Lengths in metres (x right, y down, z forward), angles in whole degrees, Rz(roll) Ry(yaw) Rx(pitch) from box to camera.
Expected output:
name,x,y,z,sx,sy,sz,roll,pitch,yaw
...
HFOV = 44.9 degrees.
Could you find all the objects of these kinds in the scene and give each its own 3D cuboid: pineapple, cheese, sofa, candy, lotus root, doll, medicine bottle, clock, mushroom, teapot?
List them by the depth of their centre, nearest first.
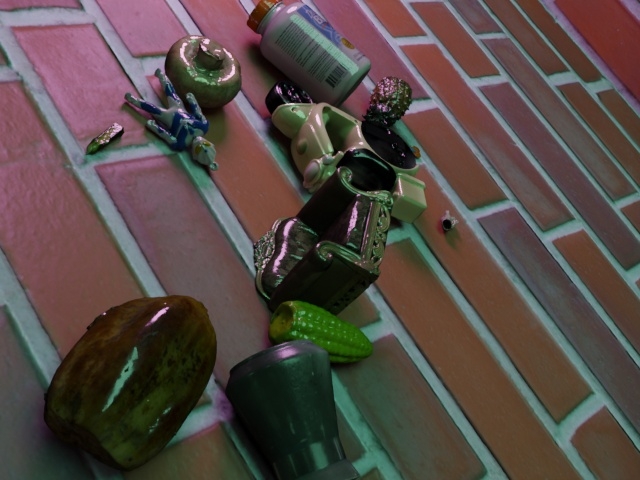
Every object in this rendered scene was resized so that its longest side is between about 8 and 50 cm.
name,x,y,z,sx,sy,sz,roll,pitch,yaw
lotus root,-0.262,0.184,1.098,0.193,0.193,0.291,38,44,-4
teapot,-0.032,0.284,1.199,0.203,0.171,0.225,24,42,-66
candy,0.008,0.170,1.363,0.209,0.097,0.097,21,45,-31
sofa,0.000,0.000,1.421,0.182,0.200,0.258,31,44,-15
doll,-0.268,-0.228,1.505,0.114,0.057,0.227,-42,90,-20
mushroom,-0.237,-0.351,1.593,0.166,0.127,0.166,22,49,-27
clock,0.057,-0.194,1.694,0.379,0.120,0.276,19,41,-25
medicine bottle,-0.034,-0.446,1.804,0.288,0.157,0.157,41,41,-1
pineapple,0.157,-0.314,1.893,0.108,0.108,0.198,34,54,-9
cheese,0.202,-0.233,1.908,0.111,0.017,0.047,17,50,-26

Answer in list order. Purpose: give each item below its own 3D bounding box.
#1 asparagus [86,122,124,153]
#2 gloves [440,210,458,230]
name,x,y,z,sx,sy,sz,roll,pitch,yaw
asparagus,-0.391,-0.186,1.413,0.025,0.021,0.108,40,41,-4
gloves,0.297,-0.046,1.802,0.081,0.037,0.044,-21,106,-61
